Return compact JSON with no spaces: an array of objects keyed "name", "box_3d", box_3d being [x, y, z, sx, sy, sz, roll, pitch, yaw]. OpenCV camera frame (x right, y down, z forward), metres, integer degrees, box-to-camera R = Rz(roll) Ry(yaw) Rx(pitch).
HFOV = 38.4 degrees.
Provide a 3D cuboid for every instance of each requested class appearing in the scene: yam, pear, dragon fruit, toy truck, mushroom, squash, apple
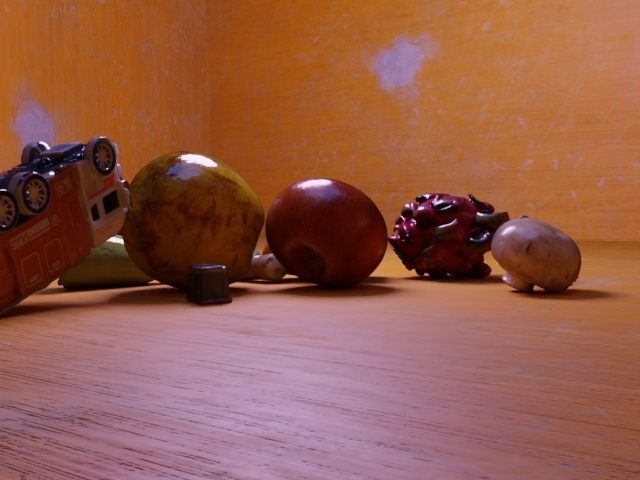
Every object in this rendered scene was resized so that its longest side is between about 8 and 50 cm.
[{"name":"yam","box_3d":[-0.188,0.054,1.968,0.300,0.066,0.066,0,3,40]},{"name":"pear","box_3d":[-0.243,-0.036,1.759,0.281,0.280,0.281,-1,3,0]},{"name":"dragon fruit","box_3d":[0.277,-0.005,1.896,0.198,0.218,0.273,-50,28,-16]},{"name":"toy truck","box_3d":[-0.480,-0.029,1.519,0.173,0.206,0.387,0,23,27]},{"name":"mushroom","box_3d":[0.377,0.032,1.613,0.166,0.127,0.166,16,17,-5]},{"name":"squash","box_3d":[-0.415,0.040,1.899,0.287,0.137,0.137,4,-1,-36]},{"name":"apple","box_3d":[0.007,-0.009,1.748,0.235,0.210,0.173,4,41,22]}]

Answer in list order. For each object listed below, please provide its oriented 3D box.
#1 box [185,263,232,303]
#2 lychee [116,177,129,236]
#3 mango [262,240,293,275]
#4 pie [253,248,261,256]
[{"name":"box","box_3d":[-0.190,0.073,1.562,0.060,0.063,0.085,-2,4,-25]},{"name":"lychee","box_3d":[-0.609,-0.064,2.258,0.306,0.306,0.330,0,16,30]},{"name":"mango","box_3d":[0.000,0.000,1.940,0.257,0.138,0.187,-6,-29,3]},{"name":"pie","box_3d":[-0.248,0.042,2.465,0.187,0.041,0.187,-2,3,0]}]
